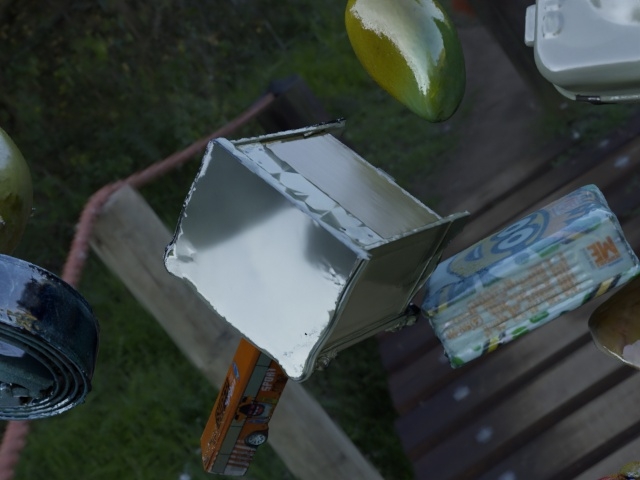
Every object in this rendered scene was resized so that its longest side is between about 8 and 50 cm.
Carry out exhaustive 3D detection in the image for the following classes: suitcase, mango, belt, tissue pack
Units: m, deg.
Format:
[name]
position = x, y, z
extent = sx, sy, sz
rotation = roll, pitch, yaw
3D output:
[suitcase]
position = 0.382, -0.318, 1.123
extent = 0.339, 0.351, 0.194
rotation = 2, -2, 37
[mango]
position = 0.102, -0.221, 1.289
extent = 0.092, 0.194, 0.130
rotation = -12, -22, -35
[belt]
position = -0.375, 0.101, 1.239
extent = 0.206, 0.267, 0.116
rotation = -32, 39, 34
[tissue pack]
position = 0.312, 0.048, 1.691
extent = 0.311, 0.128, 0.228
rotation = -29, 9, 14

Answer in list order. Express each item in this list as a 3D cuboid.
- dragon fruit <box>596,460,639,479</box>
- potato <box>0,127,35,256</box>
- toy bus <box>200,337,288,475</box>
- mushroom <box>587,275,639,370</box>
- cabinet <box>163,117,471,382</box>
[dragon fruit]
position = 0.381, 0.420, 1.427
extent = 0.296, 0.314, 0.263
rotation = -46, -1, -4
[potato]
position = -0.514, -0.023, 1.412
extent = 0.219, 0.269, 0.359
rotation = 7, -31, -39
[toy bus]
position = -0.108, 0.246, 1.874
extent = 0.093, 0.092, 0.409
rotation = -104, 29, -46
[mushroom]
position = 0.622, 0.087, 1.697
extent = 0.397, 0.313, 0.224
rotation = 9, 3, 4
[cabinet]
position = 0.000, 0.000, 1.622
extent = 0.318, 0.290, 0.227
rotation = -19, -39, -53
